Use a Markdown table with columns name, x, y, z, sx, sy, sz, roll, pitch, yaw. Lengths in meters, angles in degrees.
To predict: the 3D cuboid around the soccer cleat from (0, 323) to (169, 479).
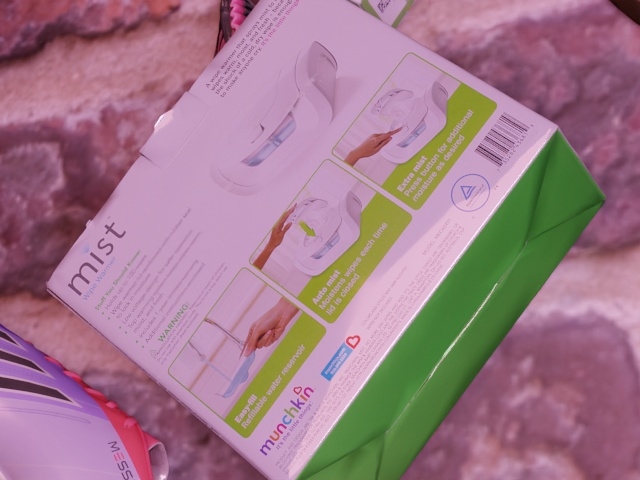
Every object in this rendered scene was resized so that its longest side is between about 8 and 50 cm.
| name | x | y | z | sx | sy | sz | roll | pitch | yaw |
| --- | --- | --- | --- | --- | --- | --- | --- | --- | --- |
| soccer cleat | -0.169 | 0.138 | 1.012 | 0.116 | 0.108 | 0.318 | -31 | 57 | -12 |

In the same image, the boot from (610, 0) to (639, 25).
| name | x | y | z | sx | sy | sz | roll | pitch | yaw |
| --- | --- | --- | --- | --- | --- | --- | --- | --- | --- |
| boot | 0.261 | -0.190 | 0.951 | 0.197 | 0.073 | 0.152 | 36 | 89 | 19 |

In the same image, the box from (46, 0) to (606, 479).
| name | x | y | z | sx | sy | sz | roll | pitch | yaw |
| --- | --- | --- | --- | --- | --- | --- | --- | --- | --- |
| box | 0.000 | 0.000 | 0.961 | 0.231 | 0.127 | 0.262 | 35 | 87 | 32 |

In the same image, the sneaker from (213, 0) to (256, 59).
| name | x | y | z | sx | sy | sz | roll | pitch | yaw |
| --- | --- | --- | --- | --- | --- | --- | --- | --- | --- |
| sneaker | -0.064 | -0.123 | 1.091 | 0.057 | 0.047 | 0.119 | -22 | 61 | 29 |

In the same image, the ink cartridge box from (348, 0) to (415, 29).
| name | x | y | z | sx | sy | sz | roll | pitch | yaw |
| --- | --- | --- | --- | --- | --- | --- | --- | --- | --- |
| ink cartridge box | 0.053 | -0.254 | 1.073 | 0.109 | 0.062 | 0.209 | 31 | 85 | 31 |
